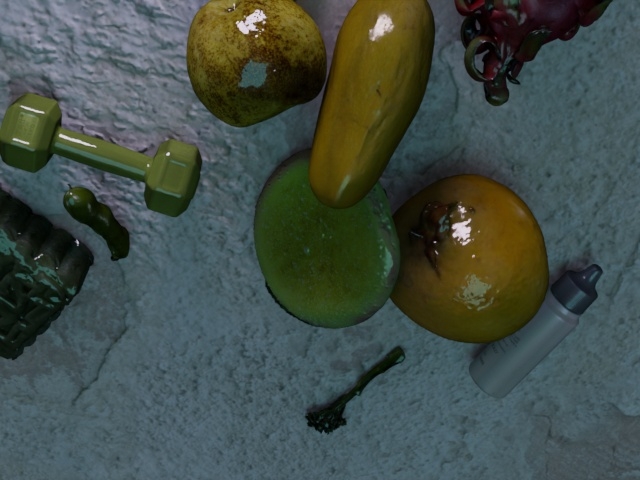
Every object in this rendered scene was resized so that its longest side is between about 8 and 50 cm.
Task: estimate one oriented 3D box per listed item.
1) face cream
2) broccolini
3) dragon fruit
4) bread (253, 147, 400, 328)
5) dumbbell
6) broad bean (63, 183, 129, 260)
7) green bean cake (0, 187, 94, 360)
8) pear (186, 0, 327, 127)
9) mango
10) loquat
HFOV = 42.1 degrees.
[{"bbox_3d":[0.398,0.157,1.510,0.092,0.092,0.311,28,118,-17],"label":"face cream"},{"bbox_3d":[0.071,0.300,1.615,0.254,0.057,0.071,-42,157,25],"label":"broccolini"},{"bbox_3d":[0.278,-0.345,1.148,0.273,0.218,0.198,-42,69,27],"label":"dragon fruit"},{"bbox_3d":[-0.005,0.000,1.330,0.302,0.045,0.301,8,102,38],"label":"bread"},{"bbox_3d":[-0.337,-0.132,1.292,0.302,0.108,0.121,19,86,-12],"label":"dumbbell"},{"bbox_3d":[-0.354,-0.026,1.344,0.053,0.052,0.256,-27,159,-6],"label":"broad bean"},{"bbox_3d":[-0.548,0.052,1.403,0.241,0.132,0.255,-36,116,23],"label":"green bean cake"},{"bbox_3d":[-0.094,-0.263,1.180,0.198,0.197,0.197,-1,122,-1],"label":"pear"},{"bbox_3d":[0.068,-0.207,1.189,0.142,0.195,0.331,21,96,-5],"label":"mango"},{"bbox_3d":[0.225,0.024,1.324,0.275,0.274,0.274,-1,122,-1],"label":"loquat"}]
